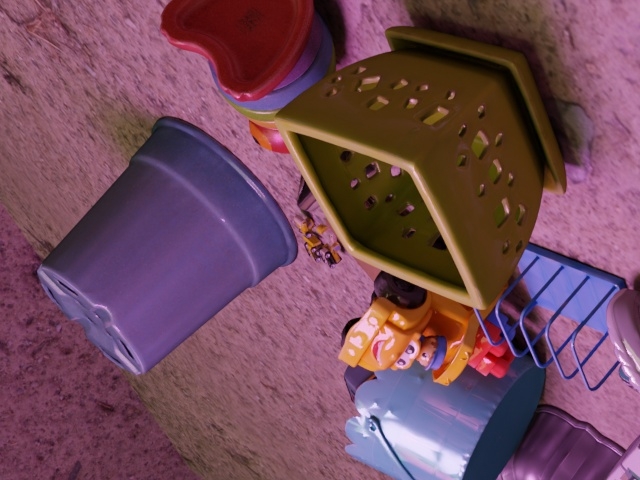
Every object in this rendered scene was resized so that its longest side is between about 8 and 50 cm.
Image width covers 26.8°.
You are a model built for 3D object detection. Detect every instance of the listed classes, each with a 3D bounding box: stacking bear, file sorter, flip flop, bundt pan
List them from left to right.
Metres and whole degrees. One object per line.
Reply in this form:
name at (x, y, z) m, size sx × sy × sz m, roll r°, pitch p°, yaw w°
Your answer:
stacking bear at (-0.054, -0.202, 1.659) m, size 0.175 × 0.164 × 0.289 m, roll 43°, pitch 172°, yaw 25°
flip flop at (0.042, -0.093, 1.784) m, size 0.080 × 0.112 × 0.277 m, roll 20°, pitch 161°, yaw -15°
file sorter at (0.289, 0.095, 1.654) m, size 0.170 × 0.104 × 0.118 m, roll 24°, pitch 152°, yaw 44°
bundt pan at (0.385, 0.404, 2.053) m, size 0.331 × 0.124 × 0.331 m, roll 39°, pitch 160°, yaw 17°

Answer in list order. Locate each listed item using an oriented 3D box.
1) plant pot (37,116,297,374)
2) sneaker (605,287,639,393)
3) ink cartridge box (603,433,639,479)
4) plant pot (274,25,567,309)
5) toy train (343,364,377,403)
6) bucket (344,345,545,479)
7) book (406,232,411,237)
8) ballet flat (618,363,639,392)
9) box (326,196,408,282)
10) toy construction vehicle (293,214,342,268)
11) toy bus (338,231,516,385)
plant pot at (-0.275, 0.025, 2.273) m, size 0.341 × 0.334 × 0.341 m, roll 38°, pitch 159°, yaw 18°
sneaker at (0.444, 0.155, 1.533) m, size 0.281 × 0.105 × 0.115 m, roll 48°, pitch 126°, yaw 2°
ink cartridge box at (0.472, 0.317, 1.754) m, size 0.160 × 0.092 × 0.219 m, roll 38°, pitch 160°, yaw 15°
plant pot at (0.125, -0.094, 1.446) m, size 0.227 × 0.207 × 0.228 m, roll 22°, pitch 150°, yaw 45°
toy train at (0.148, 0.325, 2.358) m, size 0.190 × 0.142 × 0.334 m, roll 46°, pitch 166°, yaw 35°
bucket at (0.183, 0.240, 1.921) m, size 0.183 × 0.281 × 0.281 m, roll 29°, pitch 156°, yaw 24°
book at (0.136, 0.044, 1.956) m, size 0.096 × 0.035 × 0.144 m, roll 39°, pitch 159°, yaw 23°
ballet flat at (0.427, 0.186, 1.676) m, size 0.114 × 0.041 × 0.041 m, roll 33°, pitch 157°, yaw 30°
box at (0.065, -0.014, 1.952) m, size 0.164 × 0.021 × 0.201 m, roll 51°, pitch 164°, yaw 19°
toy construction vehicle at (0.000, 0.000, 2.139) m, size 0.086 × 0.035 × 0.098 m, roll 38°, pitch 160°, yaw 49°
toy bus at (0.157, 0.115, 1.768) m, size 0.211 × 0.220 × 0.149 m, roll 38°, pitch 132°, yaw 6°
